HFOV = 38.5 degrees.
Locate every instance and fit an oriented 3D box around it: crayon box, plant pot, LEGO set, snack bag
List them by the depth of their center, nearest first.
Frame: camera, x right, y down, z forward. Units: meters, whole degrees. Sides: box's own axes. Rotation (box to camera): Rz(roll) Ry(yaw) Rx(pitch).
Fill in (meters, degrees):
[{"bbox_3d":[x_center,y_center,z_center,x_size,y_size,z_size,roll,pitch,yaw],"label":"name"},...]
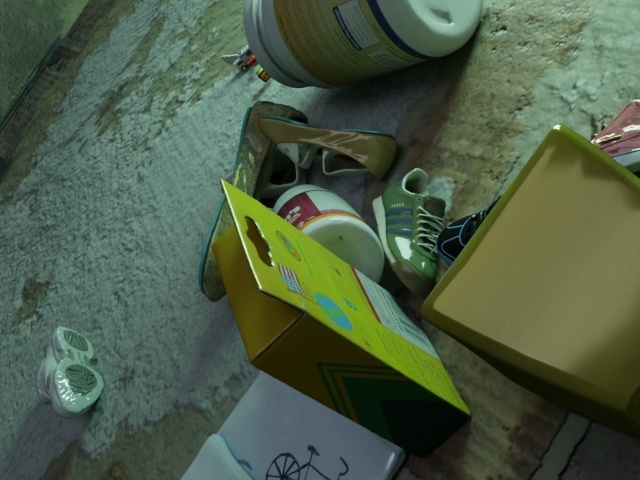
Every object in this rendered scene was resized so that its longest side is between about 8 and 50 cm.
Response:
[{"bbox_3d":[0.258,0.060,0.816,0.212,0.212,0.187,-54,47,0],"label":"plant pot"},{"bbox_3d":[0.004,0.085,0.978,0.081,0.319,0.202,-44,35,14],"label":"crayon box"},{"bbox_3d":[-0.070,0.314,1.120,0.342,0.037,0.323,-55,34,-1],"label":"snack bag"},{"bbox_3d":[-0.088,-0.407,1.734,0.182,0.060,0.244,6,66,55],"label":"LEGO set"}]

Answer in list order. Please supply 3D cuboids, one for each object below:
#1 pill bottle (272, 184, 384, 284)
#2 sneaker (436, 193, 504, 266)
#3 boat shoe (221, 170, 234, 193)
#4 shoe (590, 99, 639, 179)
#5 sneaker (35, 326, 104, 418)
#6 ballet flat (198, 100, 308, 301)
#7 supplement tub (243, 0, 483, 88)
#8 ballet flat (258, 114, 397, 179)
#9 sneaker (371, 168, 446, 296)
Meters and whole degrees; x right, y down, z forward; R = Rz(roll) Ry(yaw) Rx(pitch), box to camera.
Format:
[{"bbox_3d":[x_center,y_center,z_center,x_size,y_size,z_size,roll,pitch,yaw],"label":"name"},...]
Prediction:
[{"bbox_3d":[0.000,0.000,1.198,0.121,0.121,0.221,-50,19,6],"label":"pill bottle"},{"bbox_3d":[0.211,-0.020,1.023,0.232,0.090,0.081,-11,53,44],"label":"sneaker"},{"bbox_3d":[-0.127,-0.102,1.542,0.100,0.035,0.035,-32,37,19],"label":"boat shoe"},{"bbox_3d":[0.315,-0.095,0.995,0.178,0.063,0.081,-13,50,37],"label":"shoe"},{"bbox_3d":[-0.442,0.251,1.580,0.115,0.090,0.232,-55,25,11],"label":"sneaker"},{"bbox_3d":[-0.093,-0.066,1.416,0.123,0.123,0.348,-13,54,44],"label":"ballet flat"},{"bbox_3d":[0.056,-0.355,1.368,0.316,0.228,0.228,-8,55,46],"label":"supplement tub"},{"bbox_3d":[-0.001,-0.134,1.336,0.232,0.080,0.073,12,84,30],"label":"ballet flat"},{"bbox_3d":[0.121,-0.021,1.151,0.086,0.064,0.192,-45,32,22],"label":"sneaker"}]
